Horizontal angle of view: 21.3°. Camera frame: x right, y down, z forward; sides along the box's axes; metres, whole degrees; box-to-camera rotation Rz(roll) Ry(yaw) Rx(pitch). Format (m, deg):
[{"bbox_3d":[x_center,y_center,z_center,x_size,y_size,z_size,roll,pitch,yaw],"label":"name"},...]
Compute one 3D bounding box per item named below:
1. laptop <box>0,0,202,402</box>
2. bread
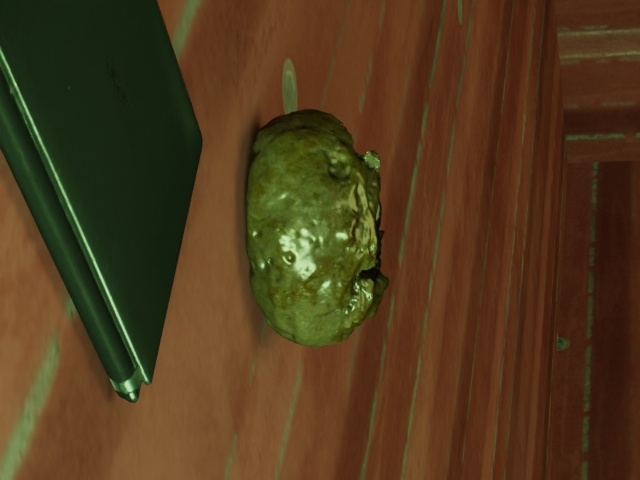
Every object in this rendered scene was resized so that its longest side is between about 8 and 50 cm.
[{"bbox_3d":[-0.074,-0.048,0.560,0.180,0.016,0.129,76,17,-48],"label":"laptop"},{"bbox_3d":[0.000,0.000,0.796,0.082,0.060,0.113,-78,163,-56],"label":"bread"}]
